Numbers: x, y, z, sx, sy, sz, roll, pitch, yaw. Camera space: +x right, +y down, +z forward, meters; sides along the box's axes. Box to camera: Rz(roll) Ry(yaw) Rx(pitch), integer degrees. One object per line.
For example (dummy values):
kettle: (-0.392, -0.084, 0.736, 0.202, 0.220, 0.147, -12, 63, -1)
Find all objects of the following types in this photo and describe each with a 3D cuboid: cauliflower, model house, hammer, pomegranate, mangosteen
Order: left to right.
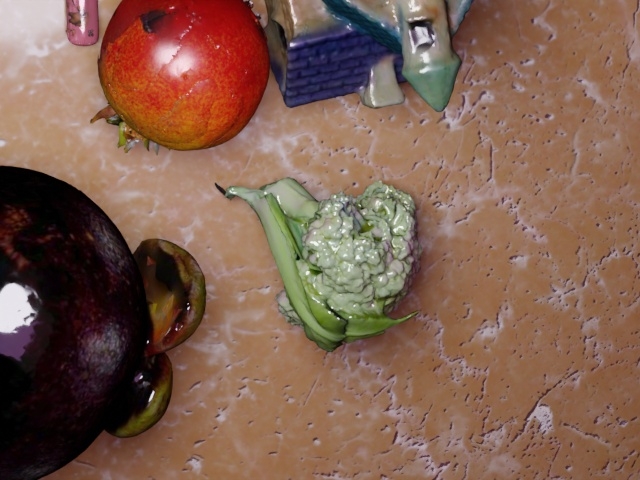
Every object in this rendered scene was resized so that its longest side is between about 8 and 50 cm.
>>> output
mangosteen: (-0.339, 0.114, 1.477, 0.435, 0.382, 0.382, 19, 100, -29)
hammer: (-0.291, -0.279, 1.539, 0.043, 0.043, 0.083, -3, 109, -14)
pomegranate: (-0.170, -0.203, 1.514, 0.210, 0.210, 0.235, 34, 124, -21)
cauliflower: (0.000, 0.000, 1.628, 0.315, 0.256, 0.239, 43, 96, 8)
model house: (0.047, -0.283, 1.487, 0.245, 0.312, 0.280, -15, 107, -14)
